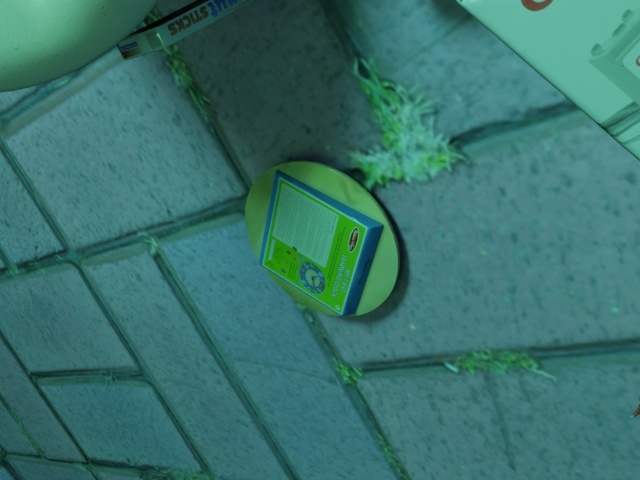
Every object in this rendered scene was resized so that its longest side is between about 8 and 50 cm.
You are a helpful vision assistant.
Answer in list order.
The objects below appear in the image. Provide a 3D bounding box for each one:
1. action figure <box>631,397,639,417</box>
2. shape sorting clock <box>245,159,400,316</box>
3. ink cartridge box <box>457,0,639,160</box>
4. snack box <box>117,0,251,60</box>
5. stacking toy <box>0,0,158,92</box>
[{"bbox_3d":[0.330,0.058,0.592,0.091,0.139,0.280,25,136,27],"label":"action figure"},{"bbox_3d":[0.000,0.000,0.903,0.206,0.040,0.206,20,128,28],"label":"shape sorting clock"},{"bbox_3d":[0.241,-0.132,0.425,0.283,0.117,0.207,36,116,-12],"label":"ink cartridge box"},{"bbox_3d":[-0.108,-0.217,0.727,0.064,0.178,0.022,-3,120,43],"label":"snack box"},{"bbox_3d":[-0.321,-0.370,0.670,0.480,0.351,0.350,-123,24,-50],"label":"stacking toy"}]
